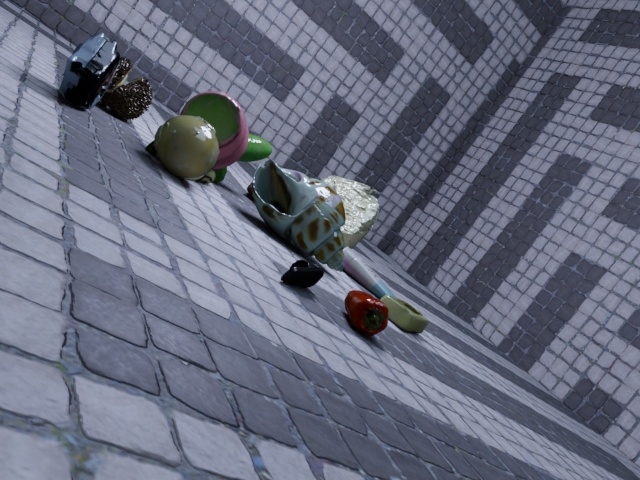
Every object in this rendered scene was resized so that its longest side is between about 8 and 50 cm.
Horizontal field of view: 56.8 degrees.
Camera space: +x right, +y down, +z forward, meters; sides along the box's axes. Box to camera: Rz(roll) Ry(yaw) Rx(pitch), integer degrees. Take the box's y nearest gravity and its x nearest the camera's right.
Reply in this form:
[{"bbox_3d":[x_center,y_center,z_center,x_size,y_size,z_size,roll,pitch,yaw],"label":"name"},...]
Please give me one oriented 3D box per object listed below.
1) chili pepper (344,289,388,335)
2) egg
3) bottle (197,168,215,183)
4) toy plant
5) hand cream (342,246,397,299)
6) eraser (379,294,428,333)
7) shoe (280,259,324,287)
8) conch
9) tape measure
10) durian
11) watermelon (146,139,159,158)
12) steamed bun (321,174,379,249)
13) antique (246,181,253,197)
[{"bbox_3d":[0.105,0.163,1.285,0.086,0.084,0.192,2,9,-8],"label":"chili pepper"},{"bbox_3d":[-0.345,-0.242,1.532,0.164,0.164,0.201,31,11,-41],"label":"egg"},{"bbox_3d":[-0.343,-0.189,1.695,0.063,0.047,0.101,-6,0,15],"label":"bottle"},{"bbox_3d":[-0.299,-0.310,1.806,0.316,0.211,0.356,-1,-14,-7],"label":"toy plant"},{"bbox_3d":[0.180,0.152,1.986,0.312,0.070,0.111,45,6,8],"label":"hand cream"},{"bbox_3d":[0.246,0.219,1.756,0.117,0.058,0.172,38,7,28],"label":"eraser"},{"bbox_3d":[-0.045,0.065,1.278,0.053,0.062,0.159,51,15,19],"label":"shoe"},{"bbox_3d":[-0.051,-0.074,1.744,0.249,0.197,0.368,-21,54,-38],"label":"conch"},{"bbox_3d":[-0.585,-0.424,1.495,0.107,0.181,0.182,30,43,-19],"label":"tape measure"},{"bbox_3d":[-0.602,-0.458,1.785,0.196,0.167,0.196,27,23,-13],"label":"durian"},{"bbox_3d":[-0.424,-0.260,1.647,0.087,0.069,0.163,36,8,9],"label":"watermelon"},{"bbox_3d":[0.061,-0.090,2.434,0.290,0.274,0.272,35,48,22],"label":"steamed bun"},{"bbox_3d":[-0.185,-0.177,2.163,0.143,0.121,0.257,45,-1,-1],"label":"antique"}]
